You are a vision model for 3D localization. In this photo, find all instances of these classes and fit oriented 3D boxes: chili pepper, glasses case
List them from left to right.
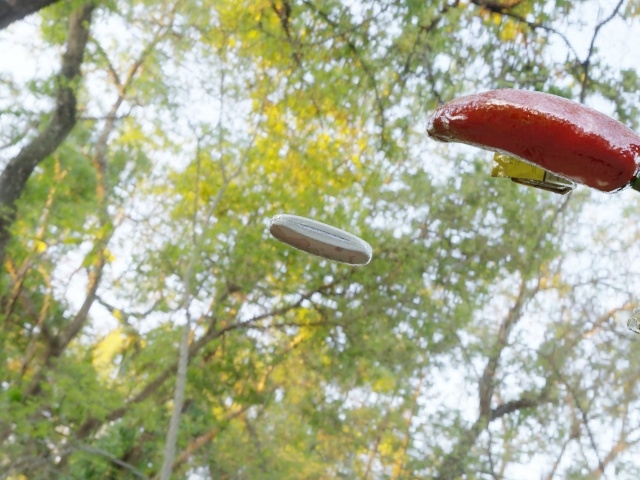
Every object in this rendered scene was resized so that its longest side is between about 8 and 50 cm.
[{"bbox_3d":[0.000,0.000,1.680,0.204,0.051,0.081,18,-26,-3],"label":"glasses case"},{"bbox_3d":[0.260,-0.124,1.054,0.368,0.092,0.137,30,-6,40],"label":"chili pepper"}]

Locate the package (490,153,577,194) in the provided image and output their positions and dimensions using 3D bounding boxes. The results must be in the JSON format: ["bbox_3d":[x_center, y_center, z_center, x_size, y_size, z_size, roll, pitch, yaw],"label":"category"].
[{"bbox_3d":[0.340,-0.121,1.392,0.131,0.071,0.047,15,-9,-2],"label":"package"}]

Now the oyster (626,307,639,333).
[{"bbox_3d":[0.476,0.094,1.197,0.121,0.146,0.045,-44,-88,11],"label":"oyster"}]
